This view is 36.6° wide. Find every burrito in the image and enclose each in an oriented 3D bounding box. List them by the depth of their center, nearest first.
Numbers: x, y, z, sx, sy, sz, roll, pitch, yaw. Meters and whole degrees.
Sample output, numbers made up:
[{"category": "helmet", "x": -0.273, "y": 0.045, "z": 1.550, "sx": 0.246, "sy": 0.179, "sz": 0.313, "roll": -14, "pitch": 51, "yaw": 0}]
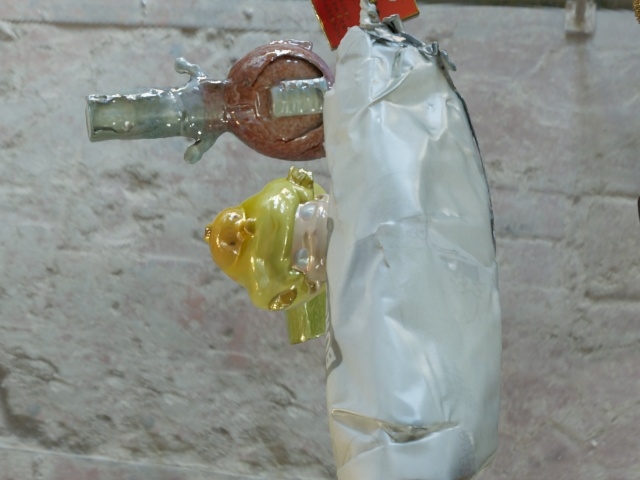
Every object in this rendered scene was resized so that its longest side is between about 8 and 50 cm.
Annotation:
[{"category": "burrito", "x": 0.065, "y": -0.011, "z": 0.729, "sx": 0.139, "sy": 0.101, "sz": 0.445, "roll": 14, "pitch": 58, "yaw": -27}]

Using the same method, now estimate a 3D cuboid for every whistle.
[{"category": "whistle", "x": -0.108, "y": -0.165, "z": 1.176, "sx": 0.346, "sy": 0.134, "sz": 0.142, "roll": -7, "pitch": 113, "yaw": -18}]

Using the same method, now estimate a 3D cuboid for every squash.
[{"category": "squash", "x": 0.038, "y": 0.107, "z": 1.770, "sx": 0.220, "sy": 0.220, "sz": 0.133, "roll": -13, "pitch": 80, "yaw": 3}]

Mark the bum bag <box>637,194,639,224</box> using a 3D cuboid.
[{"category": "bum bag", "x": 0.503, "y": -0.053, "z": 1.372, "sx": 0.026, "sy": 0.159, "sz": 0.109, "roll": 10, "pitch": 60, "yaw": -18}]

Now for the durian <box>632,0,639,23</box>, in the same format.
[{"category": "durian", "x": 0.613, "y": -0.396, "z": 1.671, "sx": 0.137, "sy": 0.158, "sz": 0.168, "roll": -41, "pitch": 46, "yaw": 11}]

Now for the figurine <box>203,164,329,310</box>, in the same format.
[{"category": "figurine", "x": 0.000, "y": 0.000, "z": 0.963, "sx": 0.246, "sy": 0.131, "sz": 0.156, "roll": 0, "pitch": 69, "yaw": 29}]

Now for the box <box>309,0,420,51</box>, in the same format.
[{"category": "box", "x": 0.058, "y": -0.324, "z": 1.320, "sx": 0.133, "sy": 0.023, "sz": 0.090, "roll": -21, "pitch": 91, "yaw": 3}]
